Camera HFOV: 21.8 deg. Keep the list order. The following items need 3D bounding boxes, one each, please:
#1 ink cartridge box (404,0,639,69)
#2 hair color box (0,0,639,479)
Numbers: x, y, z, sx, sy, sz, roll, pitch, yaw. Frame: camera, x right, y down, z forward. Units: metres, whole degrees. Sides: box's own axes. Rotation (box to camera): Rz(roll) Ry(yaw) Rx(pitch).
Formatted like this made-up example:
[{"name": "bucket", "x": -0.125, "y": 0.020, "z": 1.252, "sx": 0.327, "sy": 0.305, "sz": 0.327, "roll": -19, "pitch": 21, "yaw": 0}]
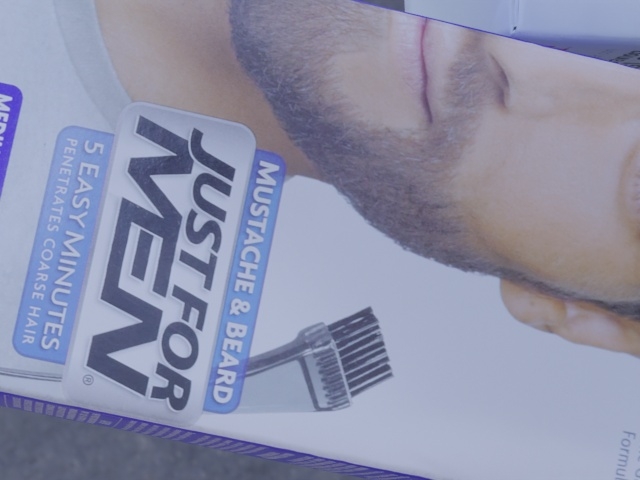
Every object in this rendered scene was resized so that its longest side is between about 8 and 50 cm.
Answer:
[{"name": "ink cartridge box", "x": 0.200, "y": -0.143, "z": 0.869, "sx": 0.283, "sy": 0.117, "sz": 0.207, "roll": 1, "pitch": -1, "yaw": -11}, {"name": "hair color box", "x": 0.000, "y": 0.000, "z": 0.690, "sx": 0.110, "sy": 0.338, "sz": 0.185, "roll": 142, "pitch": 139, "yaw": -76}]
